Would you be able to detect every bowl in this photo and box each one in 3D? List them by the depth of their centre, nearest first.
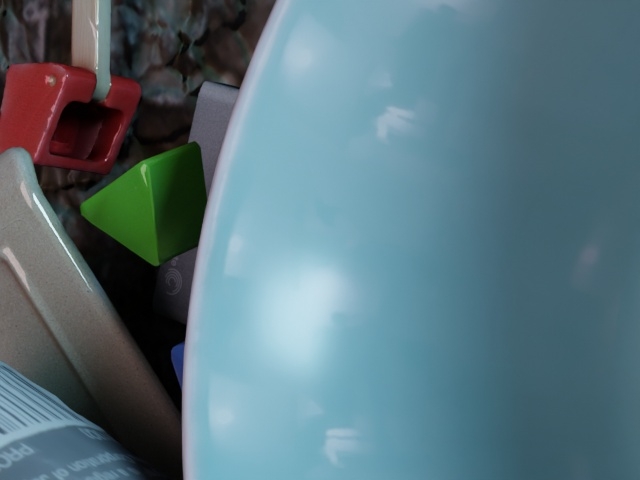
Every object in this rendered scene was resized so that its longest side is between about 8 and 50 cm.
[{"bbox_3d":[0.112,0.015,0.466,0.311,0.163,0.312,-27,57,50],"label":"bowl"}]

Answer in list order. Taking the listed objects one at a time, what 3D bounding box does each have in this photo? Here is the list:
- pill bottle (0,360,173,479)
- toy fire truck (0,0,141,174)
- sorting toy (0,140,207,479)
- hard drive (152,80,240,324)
[{"bbox_3d":[-0.048,0.196,0.556,0.361,0.204,0.204,32,107,21],"label":"pill bottle"},{"bbox_3d":[-0.127,-0.133,0.763,0.135,0.047,0.192,15,96,37],"label":"toy fire truck"},{"bbox_3d":[-0.120,0.080,0.720,0.347,0.047,0.196,-29,89,37],"label":"sorting toy"},{"bbox_3d":[0.000,0.000,0.672,0.135,0.022,0.094,18,98,37],"label":"hard drive"}]
